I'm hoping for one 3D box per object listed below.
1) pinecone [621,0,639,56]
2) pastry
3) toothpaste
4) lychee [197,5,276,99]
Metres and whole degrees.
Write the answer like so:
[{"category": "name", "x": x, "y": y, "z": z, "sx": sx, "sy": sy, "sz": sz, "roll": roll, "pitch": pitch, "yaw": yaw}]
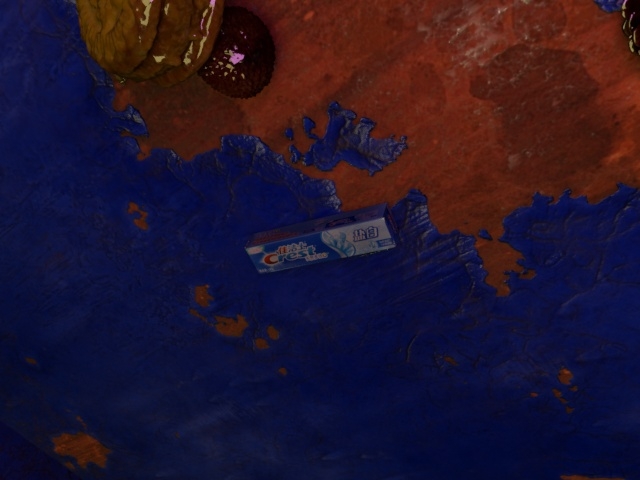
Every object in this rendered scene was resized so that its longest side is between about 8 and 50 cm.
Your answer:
[{"category": "pinecone", "x": 0.423, "y": -0.262, "z": 0.692, "sx": 0.140, "sy": 0.120, "sz": 0.140, "roll": 4, "pitch": 123, "yaw": 6}, {"category": "pastry", "x": -0.240, "y": -0.328, "z": 0.786, "sx": 0.235, "sy": 0.132, "sz": 0.239, "roll": 11, "pitch": 99, "yaw": 39}, {"category": "toothpaste", "x": 0.000, "y": 0.000, "z": 1.065, "sx": 0.272, "sy": 0.053, "sz": 0.066, "roll": -12, "pitch": 122, "yaw": 25}, {"category": "lychee", "x": -0.123, "y": -0.261, "z": 0.861, "sx": 0.124, "sy": 0.123, "sz": 0.129, "roll": 6, "pitch": 137, "yaw": 12}]
